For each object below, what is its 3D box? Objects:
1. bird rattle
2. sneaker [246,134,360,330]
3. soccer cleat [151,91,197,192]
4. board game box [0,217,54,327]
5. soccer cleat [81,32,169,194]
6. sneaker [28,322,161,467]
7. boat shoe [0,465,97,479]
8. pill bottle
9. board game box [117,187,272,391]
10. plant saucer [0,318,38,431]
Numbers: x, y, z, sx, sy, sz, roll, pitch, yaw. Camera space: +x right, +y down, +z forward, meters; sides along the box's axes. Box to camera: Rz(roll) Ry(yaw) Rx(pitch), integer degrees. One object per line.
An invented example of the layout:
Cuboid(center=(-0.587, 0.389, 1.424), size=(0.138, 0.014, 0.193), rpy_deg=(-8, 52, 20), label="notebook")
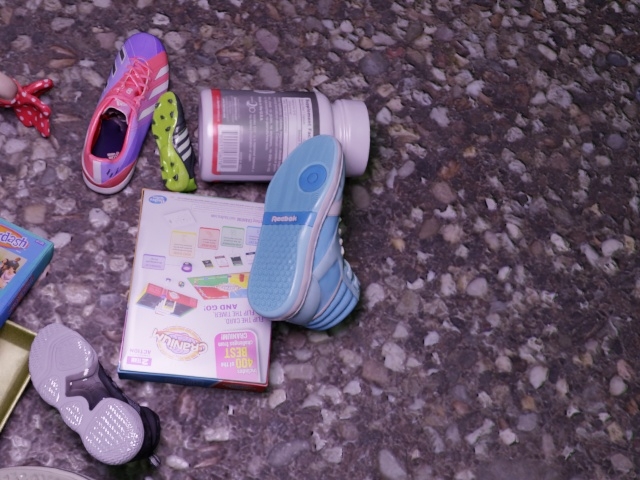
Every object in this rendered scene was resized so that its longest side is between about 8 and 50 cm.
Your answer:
Cuboid(center=(-0.572, -0.255, 1.494), size=(0.254, 0.207, 0.143), rpy_deg=(24, 86, 8), label="bird rattle")
Cuboid(center=(0.000, 0.000, 1.504), size=(0.127, 0.208, 0.318), rpy_deg=(10, 75, 37), label="sneaker")
Cuboid(center=(-0.252, -0.170, 1.578), size=(0.060, 0.072, 0.178), rpy_deg=(-10, 82, 26), label="soccer cleat")
Cuboid(center=(-0.546, 0.053, 1.427), size=(0.160, 0.047, 0.210), rpy_deg=(26, 49, 0), label="board game box")
Cuboid(center=(-0.335, -0.238, 1.566), size=(0.109, 0.116, 0.318), rpy_deg=(16, 69, -5), label="soccer cleat")
Cuboid(center=(-0.341, 0.248, 1.389), size=(0.101, 0.153, 0.268), rpy_deg=(-41, 62, -6), label="sneaker")
Cuboid(center=(-0.278, 0.456, 1.318), size=(0.501, 0.156, 0.186), rpy_deg=(12, 74, 6), label="boat shoe")
Cuboid(center=(-0.067, -0.180, 1.572), size=(0.283, 0.161, 0.161), rpy_deg=(0, 71, -11), label="pill bottle")
Cuboid(center=(-0.197, 0.082, 1.506), size=(0.242, 0.064, 0.316), rpy_deg=(7, 70, -8), label="board game box")
Cuboid(center=(-0.548, 0.203, 1.409), size=(0.188, 0.045, 0.188), rpy_deg=(25, 69, -1), label="plant saucer")
